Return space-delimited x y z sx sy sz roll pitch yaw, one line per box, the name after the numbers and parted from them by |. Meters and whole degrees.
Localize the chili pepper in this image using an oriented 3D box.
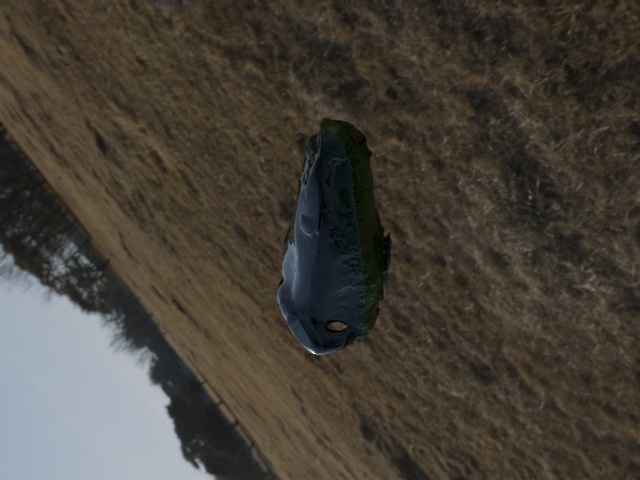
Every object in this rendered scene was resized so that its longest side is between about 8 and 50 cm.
0.002 -0.001 0.468 0.108 0.062 0.216 29 133 28 | chili pepper
